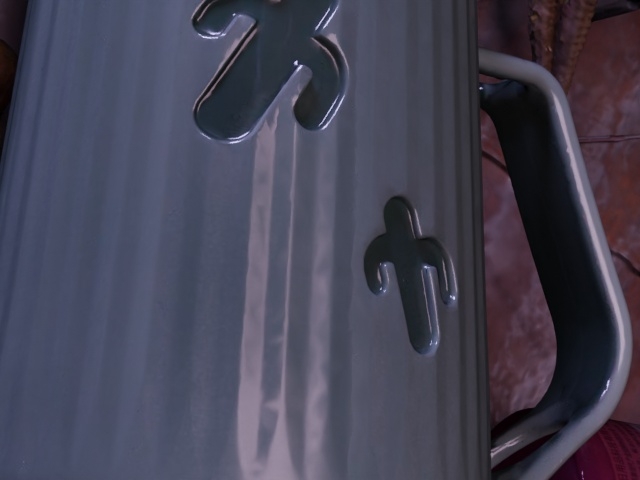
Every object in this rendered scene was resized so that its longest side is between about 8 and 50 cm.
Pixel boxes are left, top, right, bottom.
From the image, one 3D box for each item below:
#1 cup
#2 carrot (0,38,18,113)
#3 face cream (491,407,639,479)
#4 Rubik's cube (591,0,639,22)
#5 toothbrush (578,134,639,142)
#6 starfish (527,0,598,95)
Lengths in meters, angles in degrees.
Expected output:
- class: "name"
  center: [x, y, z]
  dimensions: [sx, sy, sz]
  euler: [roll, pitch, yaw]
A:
- class: "cup"
  center: [-0.022, 0.000, 1.163]
  dimensions: [0.401, 0.310, 0.392]
  euler: [17, 74, -54]
- class: "carrot"
  center: [-0.264, -0.133, 1.159]
  dimensions: [0.186, 0.060, 0.060]
  euler: [31, 75, -18]
- class: "face cream"
  center: [0.211, 0.212, 1.308]
  dimensions: [0.194, 0.175, 0.175]
  euler: [13, 82, -23]
- class: "Rubik's cube"
  center: [0.268, -0.282, 1.342]
  dimensions: [0.205, 0.207, 0.205]
  euler: [-21, 98, -25]
- class: "toothbrush"
  center: [0.214, -0.073, 1.416]
  dimensions: [0.097, 0.006, 0.008]
  euler: [-3, 93, -26]
- class: "starfish"
  center: [0.161, -0.239, 1.205]
  dimensions: [0.132, 0.398, 0.384]
  euler: [-26, 105, -40]
